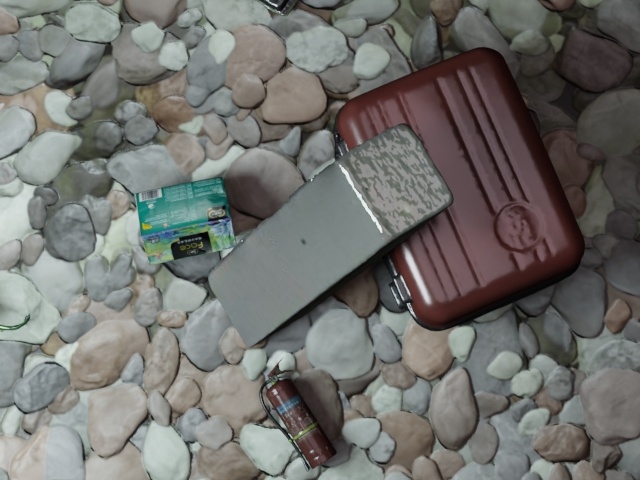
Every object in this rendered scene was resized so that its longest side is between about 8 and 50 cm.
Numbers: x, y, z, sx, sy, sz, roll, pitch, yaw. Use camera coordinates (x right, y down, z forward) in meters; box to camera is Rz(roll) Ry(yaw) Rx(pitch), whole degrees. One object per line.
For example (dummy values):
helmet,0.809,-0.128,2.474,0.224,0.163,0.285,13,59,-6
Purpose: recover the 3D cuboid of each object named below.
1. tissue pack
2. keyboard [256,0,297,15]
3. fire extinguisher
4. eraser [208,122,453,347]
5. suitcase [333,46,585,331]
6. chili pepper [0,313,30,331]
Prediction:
tissue pack,-0.163,-0.018,1.451,0.111,0.079,0.085,-12,46,-3
keyboard,-0.018,-0.401,1.531,0.093,0.025,0.230,33,83,6
fire extinguisher,-0.031,0.211,1.434,0.056,0.039,0.132,-32,83,-14
eraser,0.001,0.000,1.362,0.077,0.352,0.111,-26,81,-44
suitcase,0.163,-0.059,1.412,0.236,0.161,0.297,-22,82,-3
chili pepper,-0.485,0.053,1.440,0.279,0.065,0.122,39,87,9
